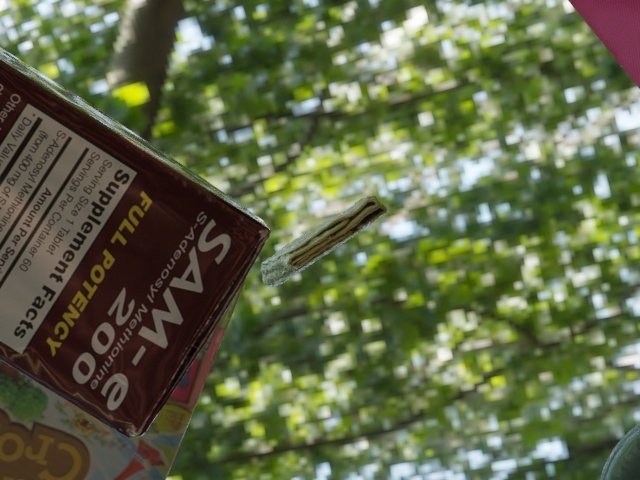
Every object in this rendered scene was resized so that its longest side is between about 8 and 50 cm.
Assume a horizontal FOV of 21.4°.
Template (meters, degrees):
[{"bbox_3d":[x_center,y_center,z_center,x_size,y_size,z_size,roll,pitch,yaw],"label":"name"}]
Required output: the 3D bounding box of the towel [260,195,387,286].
[{"bbox_3d":[0.000,0.000,1.530,0.027,0.110,0.148,57,167,2],"label":"towel"}]

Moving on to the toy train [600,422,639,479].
[{"bbox_3d":[0.117,0.213,0.695,0.190,0.334,0.142,52,-170,-14],"label":"toy train"}]

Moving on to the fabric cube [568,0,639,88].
[{"bbox_3d":[0.256,-0.192,0.733,0.254,0.259,0.258,-38,-92,-25],"label":"fabric cube"}]

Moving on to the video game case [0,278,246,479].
[{"bbox_3d":[-0.164,0.060,0.806,0.212,0.023,0.193,25,-105,-14],"label":"video game case"}]

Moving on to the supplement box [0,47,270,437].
[{"bbox_3d":[-0.135,-0.040,0.503,0.239,0.073,0.130,33,180,-6],"label":"supplement box"}]
